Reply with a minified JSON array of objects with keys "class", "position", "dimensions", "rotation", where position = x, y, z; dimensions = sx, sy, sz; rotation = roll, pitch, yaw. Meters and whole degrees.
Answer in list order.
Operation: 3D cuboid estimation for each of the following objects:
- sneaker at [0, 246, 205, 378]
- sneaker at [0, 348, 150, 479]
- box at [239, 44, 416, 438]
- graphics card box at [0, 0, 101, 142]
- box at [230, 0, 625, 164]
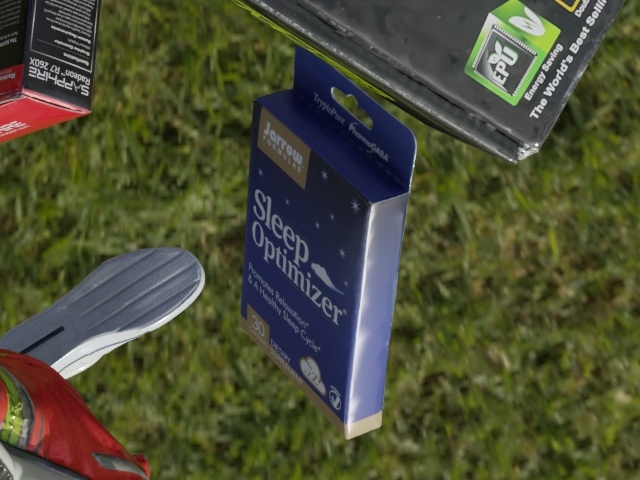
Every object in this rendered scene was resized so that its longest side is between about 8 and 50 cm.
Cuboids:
[{"class":"sneaker","position":[-0.247,0.083,1.962],"dimensions":[0.258,0.091,0.094],"rotation":[-25,81,2]},{"class":"sneaker","position":[-0.187,0.095,0.898],"dimensions":[0.107,0.118,0.279],"rotation":[-29,130,18]},{"class":"box","position":[0.000,0.000,1.116],"dimensions":[0.036,0.136,0.225],"rotation":[-16,130,-30]},{"class":"graphics card box","position":[-0.319,-0.286,1.774],"dimensions":[0.094,0.371,0.232],"rotation":[16,160,-41]},{"class":"box","position":[0.017,-0.139,0.361],"dimensions":[0.184,0.045,0.191],"rotation":[30,91,-33]}]
